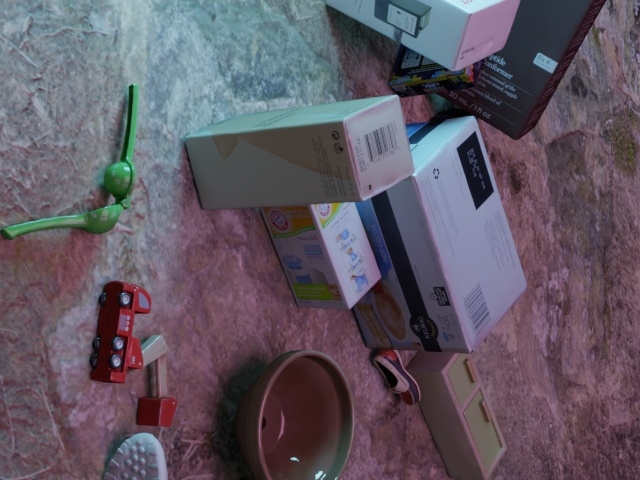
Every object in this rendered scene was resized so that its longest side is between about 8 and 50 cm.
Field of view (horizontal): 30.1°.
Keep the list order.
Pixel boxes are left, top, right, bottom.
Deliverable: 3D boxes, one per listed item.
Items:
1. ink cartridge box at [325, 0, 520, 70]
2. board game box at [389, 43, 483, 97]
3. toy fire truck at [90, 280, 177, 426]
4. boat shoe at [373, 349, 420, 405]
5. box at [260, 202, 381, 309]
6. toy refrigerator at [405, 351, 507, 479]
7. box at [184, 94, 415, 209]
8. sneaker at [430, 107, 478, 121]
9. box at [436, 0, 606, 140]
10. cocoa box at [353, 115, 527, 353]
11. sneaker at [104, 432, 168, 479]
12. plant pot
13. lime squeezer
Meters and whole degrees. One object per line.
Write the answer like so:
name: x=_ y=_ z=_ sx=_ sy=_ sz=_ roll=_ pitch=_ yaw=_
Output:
ink cartridge box: x=0.180 y=-0.419 z=2.048 sx=0.198 sy=0.273 sz=0.114 roll=-32 pitch=146 yaw=-48
board game box: x=0.220 y=-0.341 z=2.185 sx=0.048 sy=0.170 sz=0.141 roll=39 pitch=60 yaw=-42
toy fire truck: x=-0.256 y=0.161 z=1.670 sx=0.135 sy=0.047 sz=0.192 roll=20 pitch=72 yaw=-49
boat shoe: x=0.137 y=0.250 z=2.154 sx=0.043 sy=0.049 sz=0.137 roll=-49 pitch=122 yaw=-37
box: x=0.000 y=0.000 z=1.940 sx=0.103 sy=0.114 sz=0.203 roll=-42 pitch=122 yaw=-42
toy refrigerator: x=0.266 y=0.325 z=2.274 sx=0.102 sy=0.094 sz=0.269 roll=-46 pitch=122 yaw=-41
box: x=-0.034 y=-0.126 z=1.747 sx=0.148 sy=0.311 sz=0.121 roll=-31 pitch=112 yaw=-48
sneaker: x=0.242 y=-0.178 z=2.292 sx=0.221 sy=0.083 sz=0.087 roll=-53 pitch=143 yaw=-35
box: x=0.393 y=-0.399 z=2.223 sx=0.143 sy=0.191 sz=0.381 roll=-33 pitch=152 yaw=-61
cocoa box: x=0.173 y=-0.008 z=2.065 sx=0.231 sy=0.228 sz=0.347 roll=-42 pitch=120 yaw=-43
sneaker: x=-0.243 y=0.383 z=1.662 sx=0.095 sy=0.090 sz=0.235 roll=0 pitch=93 yaw=-64
plant pot: x=-0.058 y=0.290 z=1.861 sx=0.237 sy=0.110 sz=0.237 roll=5 pitch=84 yaw=-51
lime squeezer: x=-0.306 y=-0.079 z=1.629 sx=0.110 sy=0.059 sz=0.310 roll=39 pitch=56 yaw=-8
